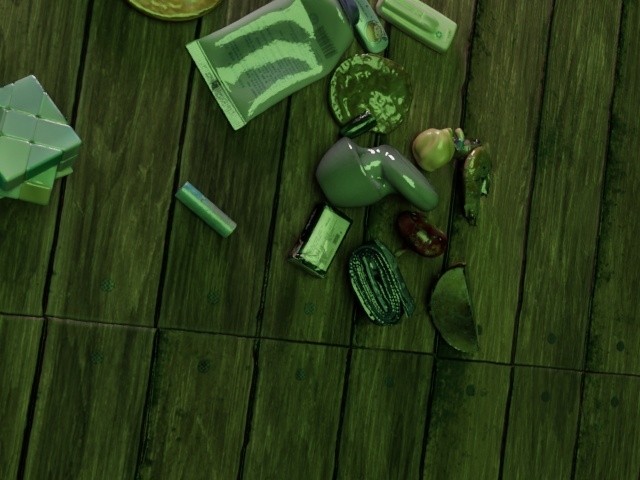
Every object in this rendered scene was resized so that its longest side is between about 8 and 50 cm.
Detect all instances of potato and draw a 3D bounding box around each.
[{"bbox_3d":[0.358,0.167,1.955,0.120,0.100,0.261,-6,109,18],"label":"potato"}]

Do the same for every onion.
[{"bbox_3d":[0.247,0.004,1.897,0.150,0.150,0.140,34,109,-16],"label":"onion"}]

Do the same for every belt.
[{"bbox_3d":[0.152,0.105,1.853,0.122,0.128,0.218,-21,96,19],"label":"belt"}]

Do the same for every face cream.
[{"bbox_3d":[-0.090,-0.474,1.782,0.420,0.137,0.235,-31,101,-9],"label":"face cream"}]

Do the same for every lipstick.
[{"bbox_3d":[-0.273,-0.072,1.735,0.158,0.048,0.048,42,76,-15],"label":"lipstick"}]

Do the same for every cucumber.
[{"bbox_3d":[0.092,-0.287,1.839,0.105,0.048,0.048,-33,100,-12],"label":"cucumber"}]

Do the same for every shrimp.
[{"bbox_3d":[0.429,-0.147,1.972,0.126,0.047,0.223,-24,121,-41],"label":"shrimp"}]

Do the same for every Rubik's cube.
[{"bbox_3d":[-0.628,-0.193,1.532,0.224,0.213,0.265,-35,90,-32],"label":"Rubik's cube"}]

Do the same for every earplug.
[{"bbox_3d":[0.148,-0.152,1.821,0.325,0.214,0.175,10,113,-17],"label":"earplug"}]

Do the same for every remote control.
[{"bbox_3d":[0.259,-0.592,1.934,0.230,0.049,0.090,24,84,-19],"label":"remote control"}]

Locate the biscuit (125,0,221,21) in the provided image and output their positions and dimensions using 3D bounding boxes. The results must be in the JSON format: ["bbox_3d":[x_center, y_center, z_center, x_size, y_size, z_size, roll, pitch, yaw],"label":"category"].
[{"bbox_3d":[-0.345,-0.620,1.720,0.309,0.040,0.204,-16,94,-19],"label":"biscuit"}]

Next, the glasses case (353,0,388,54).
[{"bbox_3d":[0.111,-0.568,1.882,0.067,0.045,0.178,-36,101,-16],"label":"glasses case"}]

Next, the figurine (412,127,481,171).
[{"bbox_3d":[0.339,-0.248,1.931,0.196,0.114,0.108,-12,84,-29],"label":"figurine"}]

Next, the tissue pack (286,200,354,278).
[{"bbox_3d":[-0.001,0.001,1.811,0.103,0.090,0.170,32,77,-17],"label":"tissue pack"}]

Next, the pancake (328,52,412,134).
[{"bbox_3d":[0.129,-0.376,1.884,0.236,0.042,0.222,-22,105,-14],"label":"pancake"}]
